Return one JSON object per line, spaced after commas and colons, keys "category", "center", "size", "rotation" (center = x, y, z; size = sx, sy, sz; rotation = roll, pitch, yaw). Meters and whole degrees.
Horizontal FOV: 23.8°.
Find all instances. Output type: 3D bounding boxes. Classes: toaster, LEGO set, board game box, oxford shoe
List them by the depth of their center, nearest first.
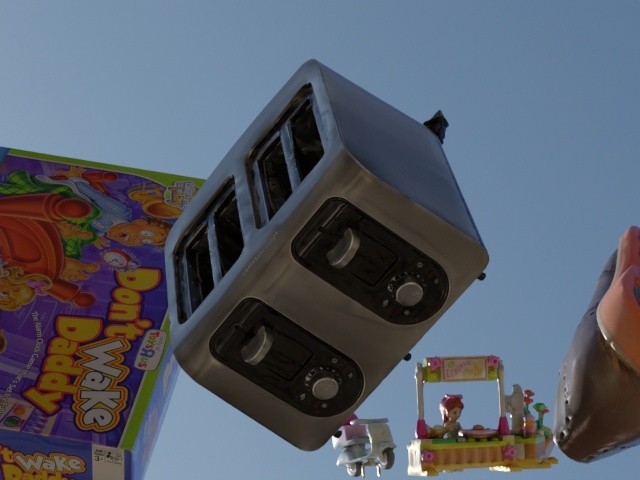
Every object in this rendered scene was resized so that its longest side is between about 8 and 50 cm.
{"category": "toaster", "center": [0.000, 0.000, 0.898], "size": [0.110, 0.185, 0.168], "rotation": [32, -68, -24]}
{"category": "oxford shoe", "center": [0.252, 0.081, 1.223], "size": [0.130, 0.364, 0.132], "rotation": [42, -71, 11]}
{"category": "board game box", "center": [-0.228, 0.061, 1.270], "size": [0.233, 0.347, 0.078], "rotation": [9, -52, 3]}
{"category": "LEGO set", "center": [0.152, 0.162, 1.428], "size": [0.287, 0.107, 0.132], "rotation": [3, -8, -41]}
